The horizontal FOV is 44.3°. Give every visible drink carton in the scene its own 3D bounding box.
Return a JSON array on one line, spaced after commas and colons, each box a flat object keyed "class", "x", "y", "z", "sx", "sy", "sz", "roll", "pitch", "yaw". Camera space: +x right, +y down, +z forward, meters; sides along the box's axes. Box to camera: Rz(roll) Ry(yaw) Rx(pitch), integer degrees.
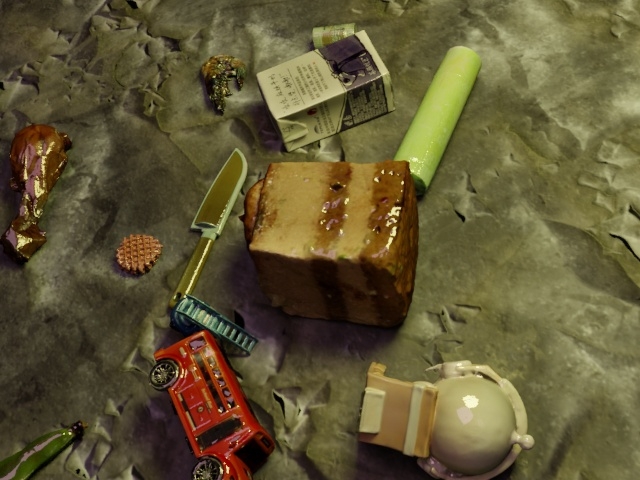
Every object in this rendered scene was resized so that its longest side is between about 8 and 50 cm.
[{"class": "drink carton", "x": 0.008, "y": -0.273, "z": 1.440, "sx": 0.222, "sy": 0.102, "sz": 0.134, "roll": -22, "pitch": 56, "yaw": -1}]

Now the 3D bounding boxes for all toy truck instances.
[{"class": "toy truck", "x": -0.147, "y": 0.256, "z": 1.113, "sx": 0.114, "sy": 0.107, "sz": 0.252, "roll": -30, "pitch": 55, "yaw": -6}, {"class": "toy truck", "x": -0.169, "y": 0.137, "z": 1.234, "sx": 0.136, "sy": 0.074, "sz": 0.063, "roll": 33, "pitch": 65, "yaw": -14}]

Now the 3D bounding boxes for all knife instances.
[{"class": "knife", "x": -0.198, "y": -0.029, "z": 1.370, "sx": 0.061, "sy": 0.027, "sz": 0.343, "roll": 8, "pitch": 59, "yaw": 23}]

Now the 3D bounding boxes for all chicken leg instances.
[{"class": "chicken leg", "x": -0.536, "y": -0.097, "z": 1.468, "sx": 0.113, "sy": 0.093, "sz": 0.304, "roll": -2, "pitch": 60, "yaw": -1}]

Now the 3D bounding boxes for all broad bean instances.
[{"class": "broad bean", "x": -0.473, "y": 0.362, "z": 1.154, "sx": 0.060, "sy": 0.043, "sz": 0.297, "roll": 33, "pitch": 63, "yaw": 29}]

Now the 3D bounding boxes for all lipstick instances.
[{"class": "lipstick", "x": 0.201, "y": -0.208, "z": 1.365, "sx": 0.076, "sy": 0.076, "sz": 0.304, "roll": 16, "pitch": 61, "yaw": 23}]

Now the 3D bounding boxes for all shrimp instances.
[{"class": "shrimp", "x": -0.190, "y": -0.318, "z": 1.558, "sx": 0.091, "sy": 0.034, "sz": 0.161, "roll": -14, "pitch": 54, "yaw": 3}]

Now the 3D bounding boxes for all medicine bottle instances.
[{"class": "medicine bottle", "x": 0.029, "y": -0.401, "z": 1.553, "sx": 0.083, "sy": 0.047, "sz": 0.047, "roll": -3, "pitch": 56, "yaw": 12}]

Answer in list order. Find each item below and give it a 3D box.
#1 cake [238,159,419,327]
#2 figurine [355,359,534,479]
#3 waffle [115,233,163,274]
[{"class": "cake", "x": 0.000, "y": 0.000, "z": 1.196, "sx": 0.293, "sy": 0.196, "sz": 0.198, "roll": 4, "pitch": 60, "yaw": 15}, {"class": "figurine", "x": 0.164, "y": 0.238, "z": 1.049, "sx": 0.237, "sy": 0.141, "sz": 0.162, "roll": 6, "pitch": 87, "yaw": 15}, {"class": "waffle", "x": -0.314, "y": 0.023, "z": 1.362, "sx": 0.083, "sy": 0.029, "sz": 0.075, "roll": 18, "pitch": 63, "yaw": 21}]
